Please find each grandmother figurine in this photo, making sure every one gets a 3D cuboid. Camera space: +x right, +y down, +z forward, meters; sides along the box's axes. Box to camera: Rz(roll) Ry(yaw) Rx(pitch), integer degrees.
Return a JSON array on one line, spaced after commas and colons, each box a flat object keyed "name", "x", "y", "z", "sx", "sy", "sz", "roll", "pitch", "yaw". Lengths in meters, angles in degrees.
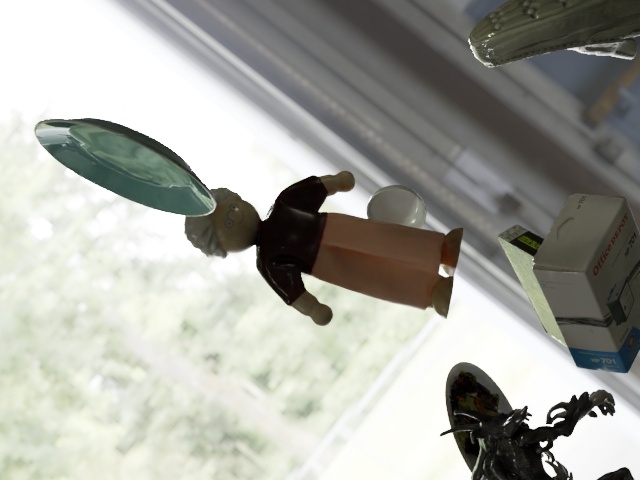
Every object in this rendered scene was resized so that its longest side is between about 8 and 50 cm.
[{"name": "grandmother figurine", "x": 0.000, "y": 0.000, "z": 2.073, "sx": 0.104, "sy": 0.342, "sz": 0.208, "roll": 97, "pitch": -175, "yaw": -54}]

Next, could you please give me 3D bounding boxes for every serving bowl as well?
[{"name": "serving bowl", "x": 0.105, "y": -0.045, "z": 2.318, "sx": 0.083, "sy": 0.083, "sz": 0.027, "roll": -54, "pitch": 16, "yaw": 34}]

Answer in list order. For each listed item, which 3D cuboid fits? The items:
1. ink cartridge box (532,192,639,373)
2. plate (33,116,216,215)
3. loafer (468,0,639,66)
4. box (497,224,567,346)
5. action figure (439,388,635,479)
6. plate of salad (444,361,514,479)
[{"name": "ink cartridge box", "x": 0.356, "y": 0.055, "z": 2.137, "sx": 0.140, "sy": 0.082, "sz": 0.191, "roll": -56, "pitch": -45, "yaw": -31}, {"name": "plate", "x": -0.183, "y": -0.076, "z": 1.600, "sx": 0.188, "sy": 0.188, "sz": 0.024, "roll": 120, "pitch": 173, "yaw": -73}, {"name": "loafer", "x": 0.331, "y": -0.254, "z": 1.924, "sx": 0.319, "sy": 0.111, "sz": 0.112, "roll": -17, "pitch": 27, "yaw": 8}, {"name": "box", "x": 0.347, "y": 0.078, "z": 2.489, "sx": 0.045, "sy": 0.184, "sz": 0.190, "roll": -29, "pitch": 18, "yaw": -7}, {"name": "action figure", "x": 0.276, "y": 0.257, "z": 1.888, "sx": 0.141, "sy": 0.275, "sz": 0.164, "roll": -45, "pitch": -13, "yaw": -49}, {"name": "plate of salad", "x": 0.227, "y": 0.247, "z": 2.179, "sx": 0.048, "sy": 0.200, "sz": 0.200, "roll": -27, "pitch": 11, "yaw": 29}]
